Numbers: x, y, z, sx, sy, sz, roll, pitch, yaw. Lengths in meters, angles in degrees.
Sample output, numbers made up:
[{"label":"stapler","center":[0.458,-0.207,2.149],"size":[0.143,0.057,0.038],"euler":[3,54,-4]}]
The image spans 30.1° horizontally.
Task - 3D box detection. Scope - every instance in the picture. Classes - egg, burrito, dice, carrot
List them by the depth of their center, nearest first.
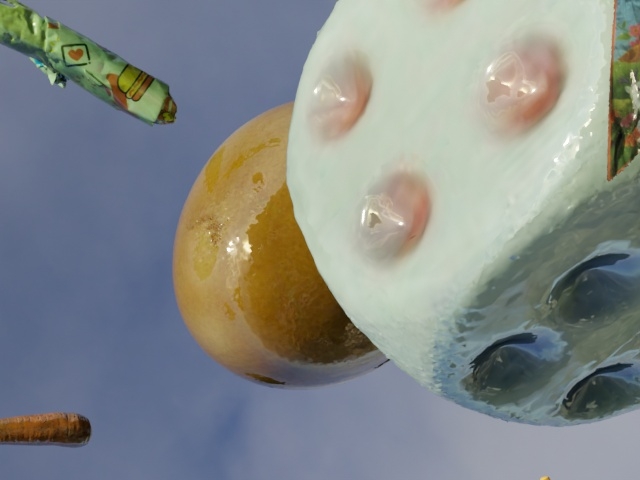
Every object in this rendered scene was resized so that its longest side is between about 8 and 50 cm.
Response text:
[{"label":"dice","center":[0.158,-0.056,0.773],"size":[0.264,0.268,0.262],"euler":[19,-145,-38]},{"label":"carrot","center":[-0.240,0.161,1.011],"size":[0.093,0.032,0.032],"euler":[3,-89,-23]},{"label":"egg","center":[0.000,0.000,1.215],"size":[0.351,0.282,0.282],"euler":[-40,-62,-44]},{"label":"burrito","center":[-0.294,-0.206,1.354],"size":[0.288,0.104,0.054],"euler":[29,-107,-15]}]

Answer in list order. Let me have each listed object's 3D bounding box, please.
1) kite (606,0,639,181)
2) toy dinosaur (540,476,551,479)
[{"label":"kite","center":[0.171,-0.088,0.463],"size":[0.183,0.010,0.160],"euler":[-36,-96,-7]},{"label":"toy dinosaur","center":[0.308,0.467,1.980],"size":[0.070,0.288,0.117],"euler":[58,-150,-28]}]
